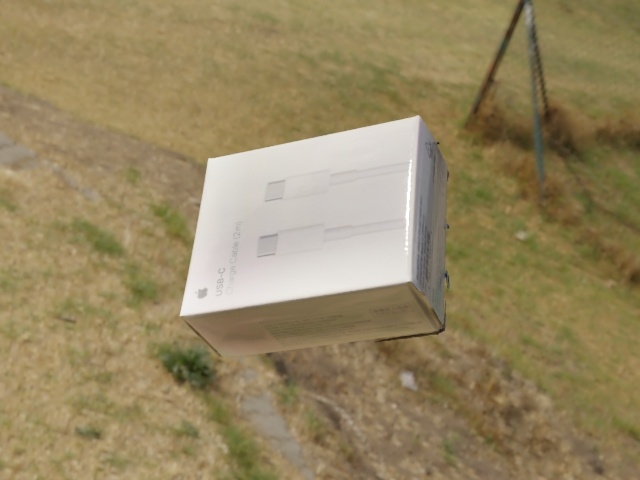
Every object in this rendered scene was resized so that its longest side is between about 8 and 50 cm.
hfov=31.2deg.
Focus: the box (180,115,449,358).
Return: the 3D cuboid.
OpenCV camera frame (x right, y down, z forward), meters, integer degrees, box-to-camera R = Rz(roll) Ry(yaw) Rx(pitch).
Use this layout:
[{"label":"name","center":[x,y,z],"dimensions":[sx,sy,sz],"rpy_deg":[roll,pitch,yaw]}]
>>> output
[{"label":"box","center":[0.000,0.000,1.167],"dimensions":[0.251,0.106,0.203],"rpy_deg":[-10,54,23]}]
